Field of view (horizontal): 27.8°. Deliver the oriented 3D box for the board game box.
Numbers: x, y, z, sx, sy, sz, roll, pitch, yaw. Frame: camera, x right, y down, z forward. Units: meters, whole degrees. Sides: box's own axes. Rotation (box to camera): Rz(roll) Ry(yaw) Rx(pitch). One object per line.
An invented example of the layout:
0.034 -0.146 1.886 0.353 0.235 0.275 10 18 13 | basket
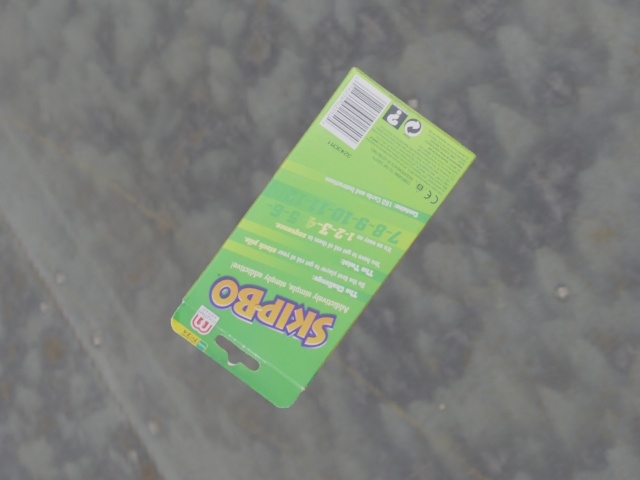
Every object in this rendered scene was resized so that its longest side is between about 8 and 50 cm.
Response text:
0.000 0.000 1.055 0.124 0.039 0.259 36 90 1 | board game box
